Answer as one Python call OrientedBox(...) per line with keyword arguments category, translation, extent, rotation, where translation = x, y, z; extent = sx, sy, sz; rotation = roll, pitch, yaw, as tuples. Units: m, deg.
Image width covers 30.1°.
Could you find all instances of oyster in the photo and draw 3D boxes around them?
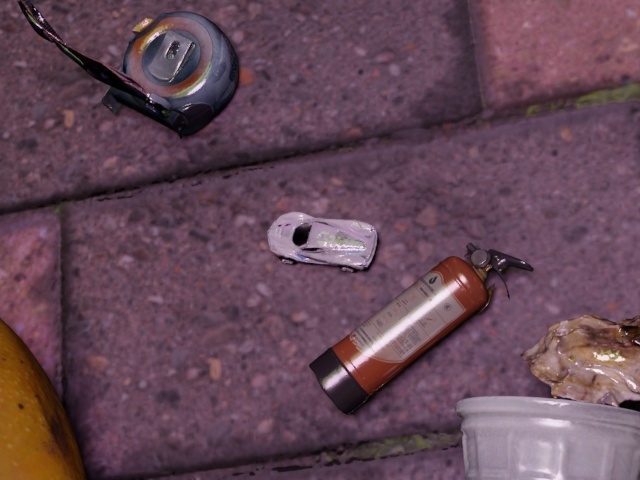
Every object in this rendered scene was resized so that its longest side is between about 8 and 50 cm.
OrientedBox(category="oyster", translation=(0.219, 0.074, 0.827), extent=(0.165, 0.108, 0.053), rotation=(-7, 98, -16))

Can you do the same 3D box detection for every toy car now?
OrientedBox(category="toy car", translation=(0.000, 0.000, 0.950), extent=(0.093, 0.025, 0.041), rotation=(7, 72, 18))

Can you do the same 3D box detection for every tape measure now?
OrientedBox(category="tape measure", translation=(-0.148, -0.165, 0.977), extent=(0.104, 0.180, 0.107), rotation=(23, 79, 38))

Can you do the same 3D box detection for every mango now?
OrientedBox(category="mango", translation=(-0.288, 0.145, 0.915), extent=(0.176, 0.176, 0.329), rotation=(-20, 46, -15))

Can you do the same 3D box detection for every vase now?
OrientedBox(category="vase", translation=(0.144, 0.259, 0.763), extent=(0.143, 0.143, 0.299), rotation=(3, 75, 17))

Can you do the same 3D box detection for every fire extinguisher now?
OrientedBox(category="fire extinguisher", translation=(0.076, 0.061, 0.893), extent=(0.177, 0.050, 0.062), rotation=(-38, 47, 1))
